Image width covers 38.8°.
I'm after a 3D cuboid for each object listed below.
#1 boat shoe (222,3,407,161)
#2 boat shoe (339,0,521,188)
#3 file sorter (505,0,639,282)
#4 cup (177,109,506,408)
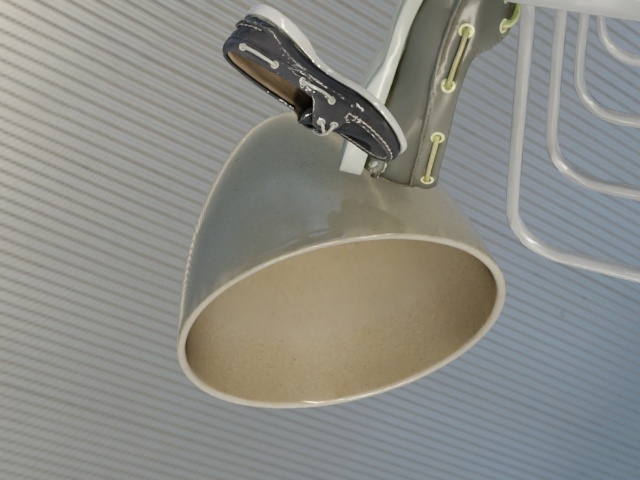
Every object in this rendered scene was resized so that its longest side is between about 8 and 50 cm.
[{"bbox_3d":[-0.003,-0.084,0.538,0.125,0.046,0.038,42,68,-16],"label":"boat shoe"},{"bbox_3d":[0.101,-0.173,0.707,0.091,0.109,0.305,18,124,-5],"label":"boat shoe"},{"bbox_3d":[0.220,-0.117,0.460,0.173,0.193,0.277,83,29,-44],"label":"file sorter"},{"bbox_3d":[0.000,0.000,0.968,0.331,0.237,0.331,-10,146,-7],"label":"cup"}]
